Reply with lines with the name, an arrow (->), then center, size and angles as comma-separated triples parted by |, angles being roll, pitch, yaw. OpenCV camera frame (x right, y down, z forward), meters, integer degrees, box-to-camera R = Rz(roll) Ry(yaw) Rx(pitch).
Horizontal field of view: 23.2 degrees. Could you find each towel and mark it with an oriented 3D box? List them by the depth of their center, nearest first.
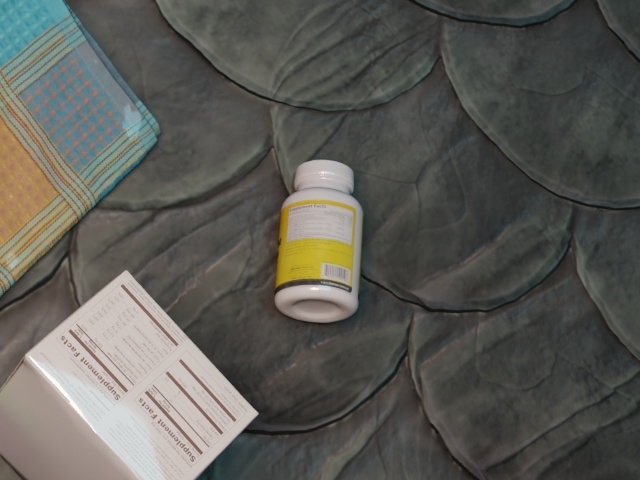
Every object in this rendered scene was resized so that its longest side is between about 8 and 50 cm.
towel -> -0.361, -0.115, 1.765 | 0.271, 0.040, 0.370 | 55, 51, -20

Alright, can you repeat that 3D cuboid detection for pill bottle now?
pill bottle -> 0.000, 0.000, 1.905 | 0.103, 0.103, 0.184 | 13, 65, -19

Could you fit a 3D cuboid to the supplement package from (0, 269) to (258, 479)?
supplement package -> -0.221, 0.188, 1.635 | 0.204, 0.262, 0.145 | 47, 59, 0
